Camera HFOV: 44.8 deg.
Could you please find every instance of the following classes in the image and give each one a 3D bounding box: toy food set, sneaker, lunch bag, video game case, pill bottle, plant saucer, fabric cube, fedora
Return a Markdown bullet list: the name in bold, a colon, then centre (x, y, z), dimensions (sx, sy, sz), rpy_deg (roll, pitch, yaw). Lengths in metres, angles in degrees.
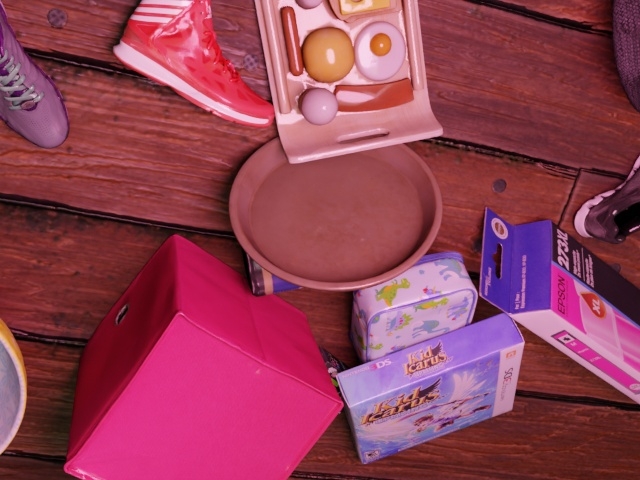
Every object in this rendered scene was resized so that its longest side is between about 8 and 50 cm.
- **toy food set**: centre (0.037, -0.268, 1.004), dimensions (0.220, 0.092, 0.306), rpy_deg (-12, 109, -8)
- **sneaker**: centre (-0.386, -0.201, 0.938), dimensions (0.083, 0.098, 0.223), rpy_deg (-29, 114, -1)
- **lunch bag**: centre (0.136, 0.112, 1.139), dimensions (0.176, 0.090, 0.219), rpy_deg (-14, 145, -8)
- **video game case**: centre (0.170, 0.235, 1.193), dimensions (0.270, 0.061, 0.244), rpy_deg (-19, 144, -5)
- **pill bottle**: centre (0.000, 0.000, 1.090), dimensions (0.219, 0.123, 0.122), rpy_deg (-11, 113, -8)
- **plant saucer**: centre (0.019, -0.043, 1.020), dimensions (0.278, 0.277, 0.041), rpy_deg (-11, 143, -8)
- **sneaker**: centre (0.505, -0.074, 1.183), dimensions (0.234, 0.106, 0.078), rpy_deg (-41, 115, 5)
- **fabric cube**: centre (-0.165, 0.192, 1.055), dimensions (0.259, 0.258, 0.254), rpy_deg (34, 101, -22)
- **sneaker**: centre (-0.138, -0.239, 0.987), dimensions (0.221, 0.087, 0.128), rpy_deg (24, 105, -21)
- **fedora**: centre (0.480, -0.283, 1.051), dimensions (0.153, 0.334, 0.334), rpy_deg (-6, 117, 26)

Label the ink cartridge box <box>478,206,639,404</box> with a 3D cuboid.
- **ink cartridge box**: centre (0.396, 0.095, 1.190), dimensions (0.371, 0.175, 0.069), rpy_deg (31, 138, -20)

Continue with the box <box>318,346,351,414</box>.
- **box**: centre (0.015, 0.219, 1.217), dimensions (0.083, 0.052, 0.062), rpy_deg (38, 98, -24)

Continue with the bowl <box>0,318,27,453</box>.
- **bowl**: centre (-0.529, 0.163, 1.016), dimensions (0.290, 0.156, 0.289), rpy_deg (-5, 112, -11)
